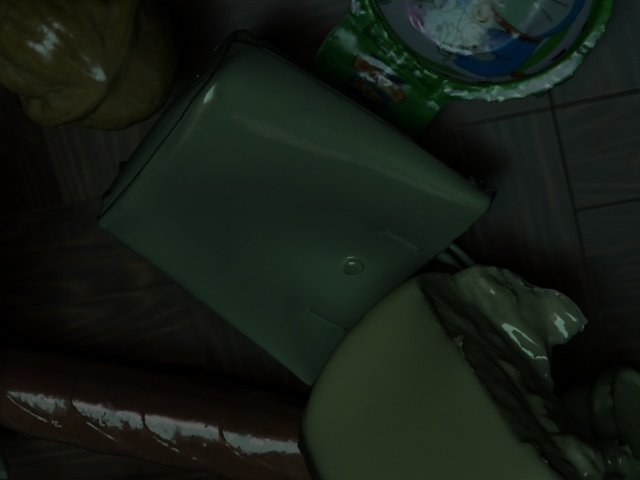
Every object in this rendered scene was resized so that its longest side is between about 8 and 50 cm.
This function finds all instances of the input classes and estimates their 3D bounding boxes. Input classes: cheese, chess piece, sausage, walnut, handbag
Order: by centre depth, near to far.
[{"bbox_3d":[0.107,0.150,1.192,0.233,0.127,0.266,-43,51,17],"label":"cheese"},{"bbox_3d":[0.090,-0.167,1.217,0.204,0.083,0.320,40,122,-6],"label":"cheese"},{"bbox_3d":[-0.182,-0.157,1.247,0.166,0.166,0.149,36,102,2],"label":"walnut"},{"bbox_3d":[0.000,0.000,1.268,0.315,0.109,0.241,37,121,-9],"label":"handbag"},{"bbox_3d":[0.155,0.209,1.297,0.251,0.144,0.144,-27,98,26],"label":"chess piece"},{"bbox_3d":[-0.171,0.140,1.375,0.433,0.088,0.088,9,108,11],"label":"sausage"}]

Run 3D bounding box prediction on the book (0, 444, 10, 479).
[{"bbox_3d":[-0.413,0.069,1.287,0.269,0.032,0.389,1,138,10],"label":"book"}]
